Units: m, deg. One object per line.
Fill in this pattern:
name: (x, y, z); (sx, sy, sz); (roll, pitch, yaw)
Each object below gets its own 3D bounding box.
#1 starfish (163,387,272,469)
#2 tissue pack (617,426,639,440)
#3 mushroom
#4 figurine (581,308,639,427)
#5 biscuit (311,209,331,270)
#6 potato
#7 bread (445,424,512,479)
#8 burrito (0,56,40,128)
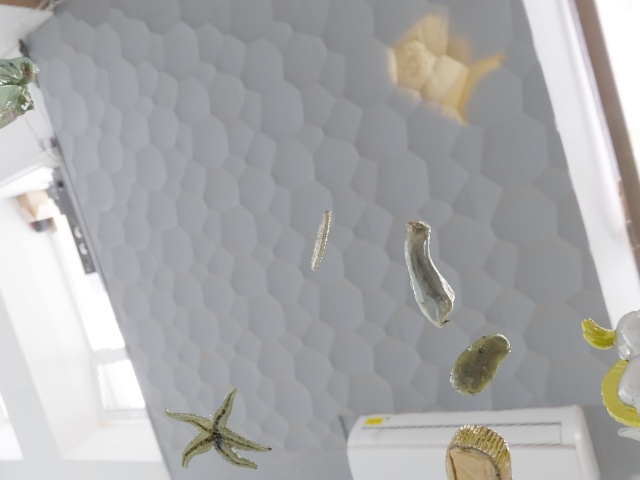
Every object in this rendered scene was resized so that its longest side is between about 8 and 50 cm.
starfish: (-0.204, 0.375, 1.092); (0.217, 0.223, 0.050); (-59, -171, 23)
tissue pack: (0.666, 0.341, 1.049); (0.209, 0.148, 0.156); (21, 118, -35)
mushroom: (0.265, 0.080, 1.384); (0.096, 0.278, 0.099); (-15, 162, -4)
figurine: (0.390, 0.152, 0.648); (0.129, 0.109, 0.178); (-10, -147, 17)
biscuit: (0.000, 0.000, 1.306); (0.020, 0.152, 0.152); (13, -178, -5)
potato: (0.475, 0.365, 1.654); (0.225, 0.117, 0.090); (-42, 160, -17)
bread: (0.350, 0.499, 1.225); (0.132, 0.191, 0.114); (2, -159, 31)
burrito: (-0.616, -0.253, 1.003); (0.229, 0.089, 0.144); (-53, 178, -46)
